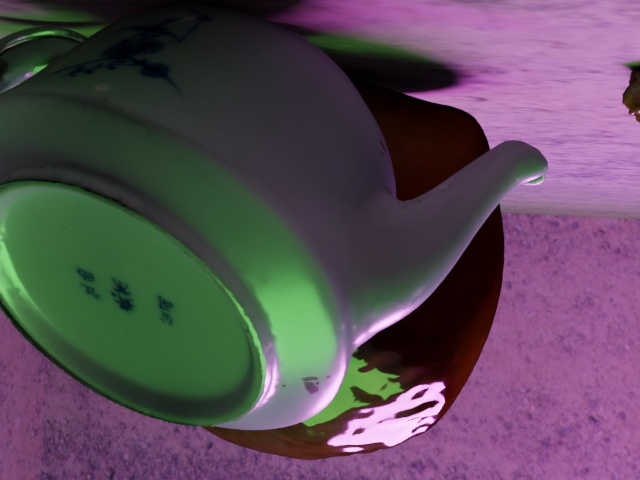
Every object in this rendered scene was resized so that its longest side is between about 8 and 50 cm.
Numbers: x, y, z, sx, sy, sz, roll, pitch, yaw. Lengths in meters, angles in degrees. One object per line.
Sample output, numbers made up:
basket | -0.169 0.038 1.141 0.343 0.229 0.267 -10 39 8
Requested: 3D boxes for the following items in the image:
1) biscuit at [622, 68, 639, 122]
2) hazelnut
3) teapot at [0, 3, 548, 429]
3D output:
biscuit | 0.221 -0.055 0.673 0.131 0.025 0.231 4 180 20
hazelnut | 0.000 0.000 0.689 0.208 0.208 0.208 4 180 0
teapot | -0.042 -0.024 0.521 0.231 0.159 0.159 17 -175 21
